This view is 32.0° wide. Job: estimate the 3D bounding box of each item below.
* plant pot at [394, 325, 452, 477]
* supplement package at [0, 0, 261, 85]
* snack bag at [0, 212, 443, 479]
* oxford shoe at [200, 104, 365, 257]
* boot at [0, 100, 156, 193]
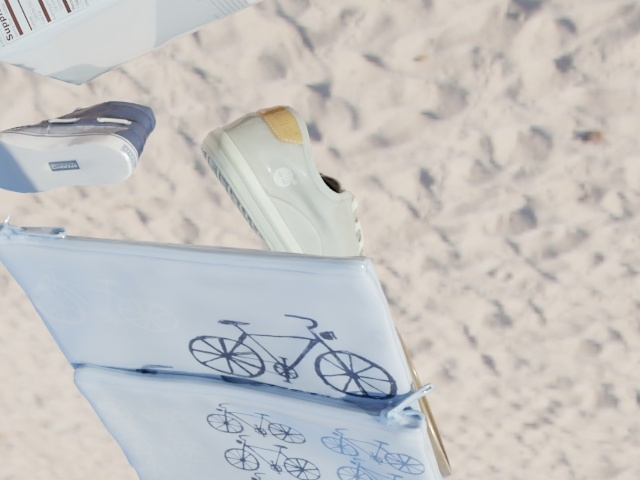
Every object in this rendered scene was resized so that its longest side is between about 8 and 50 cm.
[{"bbox_3d":[0.108,0.259,1.681,0.110,0.237,0.237,-22,151,3],"label":"plant pot"},{"bbox_3d":[-0.137,-0.224,0.783,0.203,0.149,0.194,-24,-179,5],"label":"supplement package"},{"bbox_3d":[-0.066,0.118,0.878,0.323,0.037,0.342,5,139,22],"label":"snack bag"},{"bbox_3d":[0.000,0.000,1.403,0.169,0.130,0.449,48,171,44],"label":"oxford shoe"},{"bbox_3d":[-0.263,-0.099,1.139,0.190,0.086,0.069,3,130,16],"label":"boot"}]
